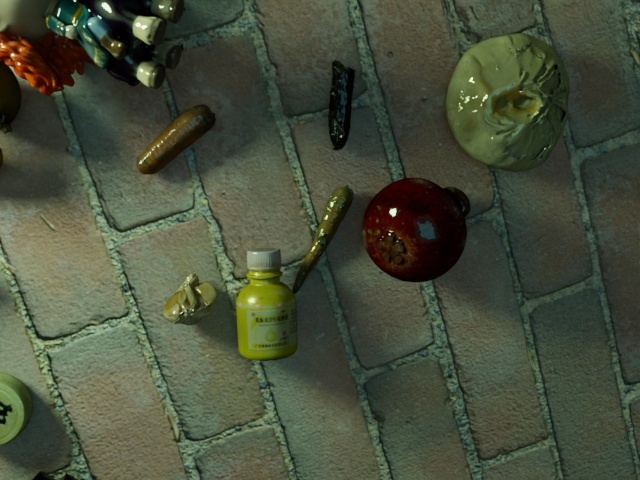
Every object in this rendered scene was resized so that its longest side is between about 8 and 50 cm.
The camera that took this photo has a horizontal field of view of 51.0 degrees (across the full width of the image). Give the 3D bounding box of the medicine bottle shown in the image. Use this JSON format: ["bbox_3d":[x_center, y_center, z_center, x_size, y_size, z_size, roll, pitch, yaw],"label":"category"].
[{"bbox_3d":[-0.109,0.123,1.347,0.121,0.122,0.213,-4,98,-11],"label":"medicine bottle"}]

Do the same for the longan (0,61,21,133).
[{"bbox_3d":[-0.598,-0.252,1.179,0.145,0.154,0.176,-39,88,28],"label":"longan"}]

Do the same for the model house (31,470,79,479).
[{"bbox_3d":[-0.554,0.591,1.276,0.204,0.211,0.243,43,88,-12],"label":"model house"}]

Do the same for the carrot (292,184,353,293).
[{"bbox_3d":[0.000,0.000,1.397,0.049,0.049,0.255,25,96,-13],"label":"carrot"}]

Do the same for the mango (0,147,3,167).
[{"bbox_3d":[-0.666,-0.158,1.209,0.178,0.115,0.090,15,52,-16],"label":"mango"}]

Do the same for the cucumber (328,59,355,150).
[{"bbox_3d":[0.041,-0.273,1.363,0.053,0.053,0.182,3,99,-11],"label":"cucumber"}]

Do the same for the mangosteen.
[{"bbox_3d":[0.209,-0.032,1.364,0.257,0.215,0.215,-29,105,-42],"label":"mangosteen"}]

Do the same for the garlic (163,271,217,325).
[{"bbox_3d":[-0.258,0.130,1.342,0.113,0.094,0.074,-29,134,-6],"label":"garlic"}]

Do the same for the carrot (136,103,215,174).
[{"bbox_3d":[-0.284,-0.196,1.304,0.186,0.060,0.060,-39,103,-1],"label":"carrot"}]

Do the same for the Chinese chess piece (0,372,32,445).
[{"bbox_3d":[-0.637,0.328,1.302,0.144,0.058,0.144,-1,98,-10],"label":"Chinese chess piece"}]

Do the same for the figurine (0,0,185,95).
[{"bbox_3d":[-0.422,-0.389,1.116,0.306,0.411,0.241,54,51,-52],"label":"figurine"}]

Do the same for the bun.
[{"bbox_3d":[0.400,-0.288,1.383,0.287,0.146,0.288,-1,95,-11],"label":"bun"}]
